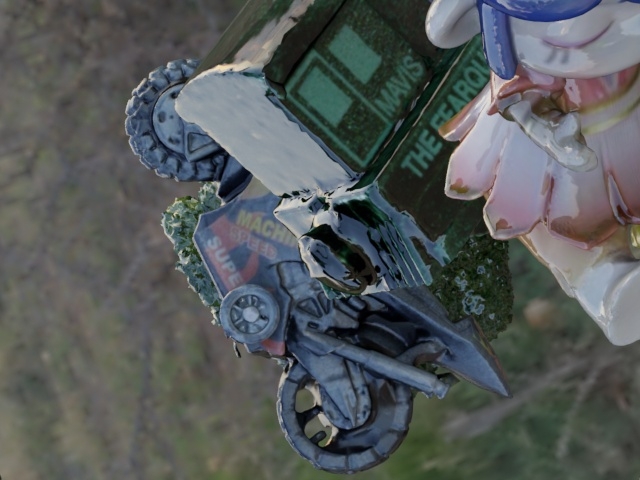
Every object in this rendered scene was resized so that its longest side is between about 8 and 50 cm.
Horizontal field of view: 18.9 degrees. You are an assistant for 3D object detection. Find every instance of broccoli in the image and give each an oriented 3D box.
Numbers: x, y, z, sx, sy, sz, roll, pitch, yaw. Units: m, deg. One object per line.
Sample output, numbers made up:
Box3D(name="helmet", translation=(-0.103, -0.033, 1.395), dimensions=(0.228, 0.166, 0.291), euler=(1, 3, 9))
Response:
Box3D(name="broccoli", translation=(0.017, -0.010, 1.711), dimensions=(0.283, 0.321, 0.304), euler=(-15, 51, 60))

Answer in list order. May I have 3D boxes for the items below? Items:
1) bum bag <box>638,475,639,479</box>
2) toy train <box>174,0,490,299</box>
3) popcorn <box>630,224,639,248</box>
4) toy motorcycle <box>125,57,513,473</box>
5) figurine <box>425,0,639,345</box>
Box3D(name="bum bag", translation=(0.283, 0.205, 1.566), dimensions=(0.058, 0.034, 0.124), euler=(40, 167, 13))
Box3D(name="toy train", translation=(0.065, -0.126, 1.091), dimensions=(0.178, 0.330, 0.138), euler=(41, 157, -17))
Box3D(name="popcorn", translation=(0.331, -0.116, 1.583), dimensions=(0.225, 0.265, 0.332), euler=(47, 151, -13))
Box3D(name="toy motorcycle", translation=(0.000, 0.000, 1.285), dimensions=(0.307, 0.173, 0.108), euler=(62, 175, 1))
Box3D(name="figurine", translation=(0.063, -0.068, 0.522), dimensions=(0.102, 0.111, 0.195), euler=(38, 150, 36))
